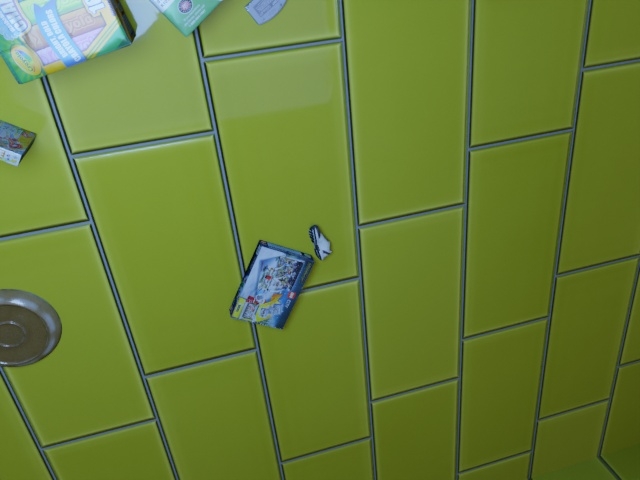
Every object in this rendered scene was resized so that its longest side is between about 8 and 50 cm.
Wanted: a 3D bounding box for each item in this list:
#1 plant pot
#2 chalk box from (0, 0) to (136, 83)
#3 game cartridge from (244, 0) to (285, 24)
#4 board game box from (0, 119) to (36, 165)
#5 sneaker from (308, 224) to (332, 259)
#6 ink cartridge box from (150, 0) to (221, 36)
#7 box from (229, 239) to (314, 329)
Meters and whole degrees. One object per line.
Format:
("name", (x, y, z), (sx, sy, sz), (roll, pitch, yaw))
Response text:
("plant pot", (-0.785, 0.231, 1.379), (0.236, 0.032, 0.236), (-7, 117, -13))
("chalk box", (-0.529, -0.419, 1.039), (0.289, 0.180, 0.179), (-22, 120, -3))
("game cartridge", (-0.119, -0.519, 1.202), (0.083, 0.017, 0.056), (-40, 117, 6))
("board game box", (-0.656, -0.208, 1.121), (0.103, 0.154, 0.026), (21, 109, -25))
("sneaker", (0.000, 0.000, 1.494), (0.043, 0.040, 0.109), (-29, 126, -19))
("ink cartridge box", (-0.299, -0.577, 1.059), (0.201, 0.117, 0.278), (-43, 119, 8))
("box", (-0.136, 0.126, 1.509), (0.159, 0.044, 0.233), (17, 110, -23))
